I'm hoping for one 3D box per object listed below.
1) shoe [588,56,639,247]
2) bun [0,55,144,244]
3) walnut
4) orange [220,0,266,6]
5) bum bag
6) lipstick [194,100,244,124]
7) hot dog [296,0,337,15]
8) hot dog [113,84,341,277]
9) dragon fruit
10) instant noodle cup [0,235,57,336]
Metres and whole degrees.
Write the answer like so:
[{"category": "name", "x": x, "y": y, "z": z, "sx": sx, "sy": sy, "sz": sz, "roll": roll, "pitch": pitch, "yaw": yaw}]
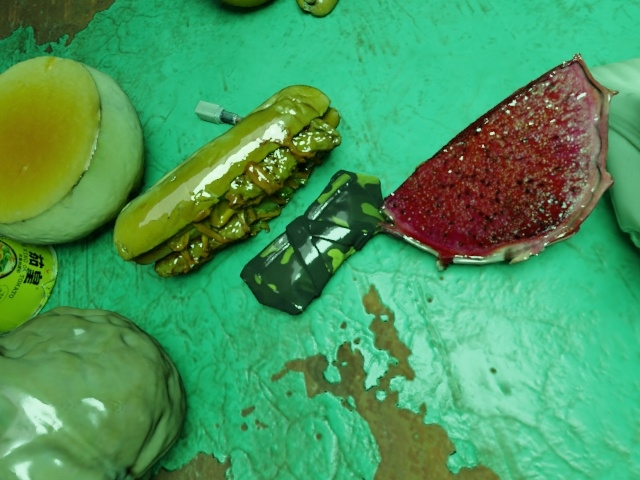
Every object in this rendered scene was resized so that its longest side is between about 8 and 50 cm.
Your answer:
[{"category": "shoe", "x": 0.357, "y": -0.084, "z": 0.418, "sx": 0.131, "sy": 0.160, "sz": 0.363, "roll": -5, "pitch": 31, "yaw": 20}, {"category": "bun", "x": -0.412, "y": -0.130, "z": 0.658, "sx": 0.298, "sy": 0.165, "sz": 0.299, "roll": -3, "pitch": 74, "yaw": 12}, {"category": "walnut", "x": -0.300, "y": 0.202, "z": 0.461, "sx": 0.273, "sy": 0.227, "sz": 0.274, "roll": -8, "pitch": 67, "yaw": 19}, {"category": "orange", "x": -0.149, "y": -0.538, "z": 0.707, "sx": 0.239, "sy": 0.240, "sz": 0.240, "roll": -6, "pitch": 68, "yaw": 14}, {"category": "bum bag", "x": 0.000, "y": 0.000, "z": 0.546, "sx": 0.232, "sy": 0.060, "sz": 0.106, "roll": -45, "pitch": 73, "yaw": -2}, {"category": "lipstick", "x": -0.162, "y": -0.212, "z": 0.696, "sx": 0.107, "sy": 0.025, "sz": 0.025, "roll": 19, "pitch": 76, "yaw": 15}, {"category": "hot dog", "x": 0.000, "y": -0.473, "z": 0.732, "sx": 0.089, "sy": 0.060, "sz": 0.140, "roll": 18, "pitch": 72, "yaw": 17}, {"category": "hot dog", "x": -0.110, "y": -0.068, "z": 0.559, "sx": 0.348, "sy": 0.158, "sz": 0.117, "roll": -38, "pitch": 82, "yaw": -5}, {"category": "dragon fruit", "x": 0.211, "y": -0.062, "z": 0.481, "sx": 0.274, "sy": 0.126, "sz": 0.161, "roll": -38, "pitch": 90, "yaw": 31}, {"category": "instant noodle cup", "x": -0.543, "y": 0.049, "z": 0.636, "sx": 0.182, "sy": 0.144, "sz": 0.182, "roll": -6, "pitch": 67, "yaw": 13}]
